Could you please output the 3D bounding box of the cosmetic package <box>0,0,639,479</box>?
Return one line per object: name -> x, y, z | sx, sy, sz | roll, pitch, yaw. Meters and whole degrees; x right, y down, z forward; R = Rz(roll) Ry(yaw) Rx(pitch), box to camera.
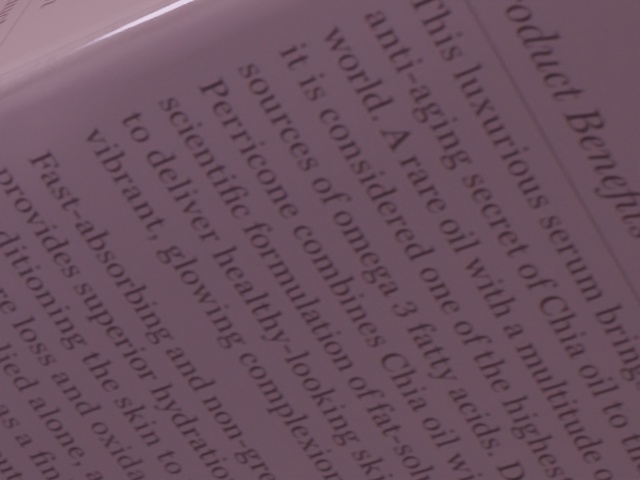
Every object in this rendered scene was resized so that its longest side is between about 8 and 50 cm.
cosmetic package -> 0.000, 0.000, 0.578 | 0.453, 0.230, 0.161 | -20, 28, 26
